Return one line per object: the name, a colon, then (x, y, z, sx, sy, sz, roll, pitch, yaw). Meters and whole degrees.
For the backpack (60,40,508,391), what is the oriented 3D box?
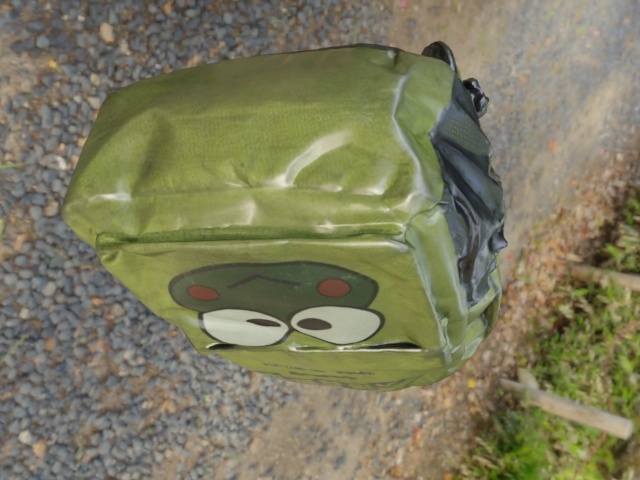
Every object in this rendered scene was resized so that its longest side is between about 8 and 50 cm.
backpack: (0.000, 0.000, 0.451, 0.253, 0.207, 0.140, 60, 34, -56)
